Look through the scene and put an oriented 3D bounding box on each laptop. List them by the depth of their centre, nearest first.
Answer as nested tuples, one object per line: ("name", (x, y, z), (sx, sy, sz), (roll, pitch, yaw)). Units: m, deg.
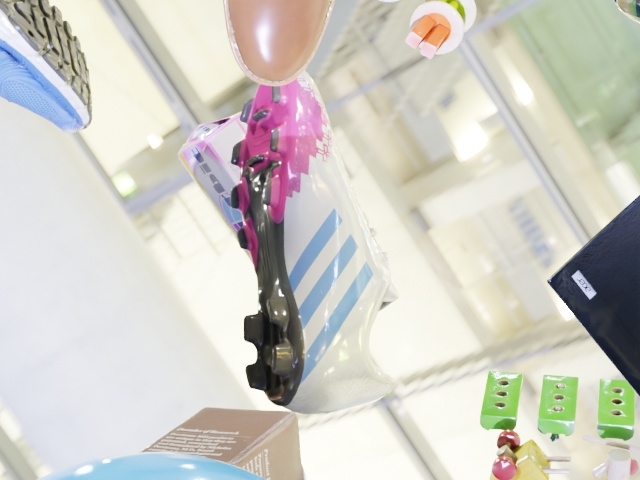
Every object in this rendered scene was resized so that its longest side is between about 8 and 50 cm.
("laptop", (0.344, 0.002, 1.480), (0.136, 0.234, 0.264), (-23, -147, 30))

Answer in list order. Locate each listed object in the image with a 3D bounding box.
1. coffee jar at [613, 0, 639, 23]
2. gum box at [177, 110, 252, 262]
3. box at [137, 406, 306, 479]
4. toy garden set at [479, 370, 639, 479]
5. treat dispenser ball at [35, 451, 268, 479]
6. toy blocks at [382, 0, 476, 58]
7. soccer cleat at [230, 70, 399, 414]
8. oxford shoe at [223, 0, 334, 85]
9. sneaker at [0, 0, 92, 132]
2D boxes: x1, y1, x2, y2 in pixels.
("coffee jar", (0.233, -0.122, 0.826), (0.079, 0.184, 0.096), (-2, 136, -50))
("gum box", (-0.065, -0.045, 1.584), (0.062, 0.188, 0.107), (-38, -171, -21))
("box", (-0.154, 0.333, 1.691), (0.143, 0.191, 0.381), (1, -166, 27))
("toy garden set", (0.306, 0.228, 1.776), (0.244, 0.049, 0.204), (3, -155, 10))
("treat dispenser ball", (-0.096, 0.262, 0.853), (0.288, 0.288, 0.288), (-32, -170, 6))
("toy blocks", (0.085, -0.220, 1.408), (0.054, 0.123, 0.148), (-18, -162, 29))
("soccer cleat", (0.000, 0.000, 1.425), (0.143, 0.331, 0.116), (6, 162, -27))
("oxford shoe", (-0.014, -0.191, 0.930), (0.076, 0.212, 0.076), (6, -159, -14))
("sneaker", (-0.374, -0.211, 1.613), (0.147, 0.330, 0.130), (-36, -141, 21))
